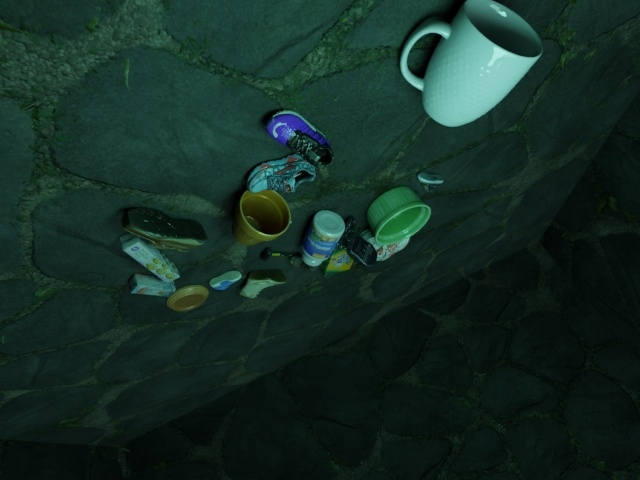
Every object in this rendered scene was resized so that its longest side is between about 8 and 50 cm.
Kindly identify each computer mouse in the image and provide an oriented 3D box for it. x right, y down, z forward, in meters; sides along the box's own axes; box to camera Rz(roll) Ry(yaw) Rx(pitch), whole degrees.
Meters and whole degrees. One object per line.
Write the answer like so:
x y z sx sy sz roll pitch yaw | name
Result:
0.177 0.028 2.093 0.072 0.189 0.272 -7 139 48 | computer mouse

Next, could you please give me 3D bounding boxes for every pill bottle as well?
0.000 0.000 1.973 0.152 0.152 0.272 -10 146 -29 | pill bottle

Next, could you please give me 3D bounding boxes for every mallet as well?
-0.198 0.062 2.034 0.189 0.039 0.062 -4 147 -43 | mallet

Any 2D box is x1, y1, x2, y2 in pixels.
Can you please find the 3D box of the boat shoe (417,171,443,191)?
0.515 -0.276 2.049 0.183 0.065 0.083 -2 141 -40 | boat shoe

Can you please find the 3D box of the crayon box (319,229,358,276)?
0.100 0.071 2.246 0.165 0.081 0.278 -15 149 -22 | crayon box

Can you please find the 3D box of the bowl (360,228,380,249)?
0.258 -0.007 2.252 0.170 0.080 0.170 -24 153 -13 | bowl

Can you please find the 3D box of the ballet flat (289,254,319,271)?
-0.081 0.112 2.198 0.250 0.058 0.084 11 98 -56 | ballet flat

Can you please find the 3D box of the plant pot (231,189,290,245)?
-0.247 -0.073 1.622 0.205 0.205 0.188 -4 159 -36 | plant pot

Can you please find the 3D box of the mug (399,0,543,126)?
0.437 -0.557 1.361 0.374 0.276 0.328 17 145 -12 | mug

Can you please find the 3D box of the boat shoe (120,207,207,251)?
-0.555 -0.018 1.510 0.120 0.123 0.324 -37 150 23 | boat shoe

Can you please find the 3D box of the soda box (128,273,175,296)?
-0.703 0.188 1.778 0.058 0.063 0.183 -40 149 23 | soda box

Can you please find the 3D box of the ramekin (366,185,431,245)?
0.372 -0.125 2.088 0.303 0.148 0.303 -21 150 -12 | ramekin

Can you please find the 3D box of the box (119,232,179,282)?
-0.646 0.069 1.632 0.067 0.063 0.324 -26 151 -4 | box

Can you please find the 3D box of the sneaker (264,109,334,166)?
-0.049 -0.323 1.409 0.102 0.146 0.293 -43 148 26 | sneaker

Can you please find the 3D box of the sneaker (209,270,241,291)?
-0.441 0.198 2.018 0.152 0.058 0.085 -20 145 -4 | sneaker

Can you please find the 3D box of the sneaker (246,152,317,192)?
-0.136 -0.224 1.519 0.261 0.125 0.104 -24 151 -6 | sneaker

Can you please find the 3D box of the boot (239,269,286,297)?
-0.295 0.226 2.173 0.213 0.077 0.165 4 138 -37 | boot

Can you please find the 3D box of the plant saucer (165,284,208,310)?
-0.628 0.280 2.020 0.199 0.037 0.200 -20 150 -12 | plant saucer

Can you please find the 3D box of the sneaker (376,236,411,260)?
0.390 0.029 2.417 0.145 0.090 0.270 0 144 -44 | sneaker
